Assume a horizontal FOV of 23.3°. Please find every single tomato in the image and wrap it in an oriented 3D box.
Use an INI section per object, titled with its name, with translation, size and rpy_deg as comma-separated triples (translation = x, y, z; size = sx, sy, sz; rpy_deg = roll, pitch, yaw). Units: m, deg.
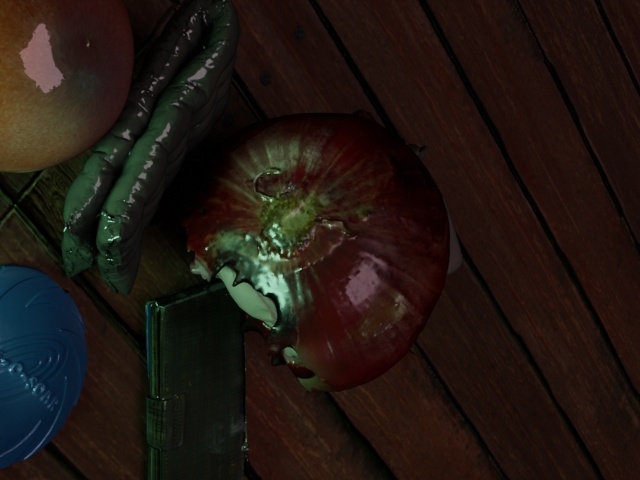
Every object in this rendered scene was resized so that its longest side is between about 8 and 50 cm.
[tomato]
translation = -0.318, -0.196, 1.619
size = 0.256, 0.224, 0.256
rpy_deg = -3, 93, -51

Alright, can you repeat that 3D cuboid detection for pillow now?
[pillow]
translation = -0.195, -0.108, 1.785
size = 0.228, 0.101, 0.326
rpy_deg = 117, -2, -72

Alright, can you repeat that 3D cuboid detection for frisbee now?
[frisbee]
translation = -0.358, 0.148, 1.776
size = 0.242, 0.045, 0.242
rpy_deg = -11, 105, -44

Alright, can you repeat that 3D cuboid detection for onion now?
[onion]
translation = -0.004, -0.004, 1.866
size = 0.341, 0.341, 0.341
rpy_deg = -13, 107, -45

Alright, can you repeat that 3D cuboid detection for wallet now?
[wallet]
translation = -0.158, 0.212, 2.001
size = 0.169, 0.044, 0.317
rpy_deg = -17, 112, -48

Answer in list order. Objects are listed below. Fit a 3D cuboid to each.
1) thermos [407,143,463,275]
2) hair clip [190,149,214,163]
[thermos]
translation = 0.116, -0.039, 2.207
size = 0.137, 0.105, 0.193
rpy_deg = -20, 113, -9
[hair clip]
translation = -0.089, -0.070, 2.026
size = 0.229, 0.039, 0.070
rpy_deg = 37, 71, -39
